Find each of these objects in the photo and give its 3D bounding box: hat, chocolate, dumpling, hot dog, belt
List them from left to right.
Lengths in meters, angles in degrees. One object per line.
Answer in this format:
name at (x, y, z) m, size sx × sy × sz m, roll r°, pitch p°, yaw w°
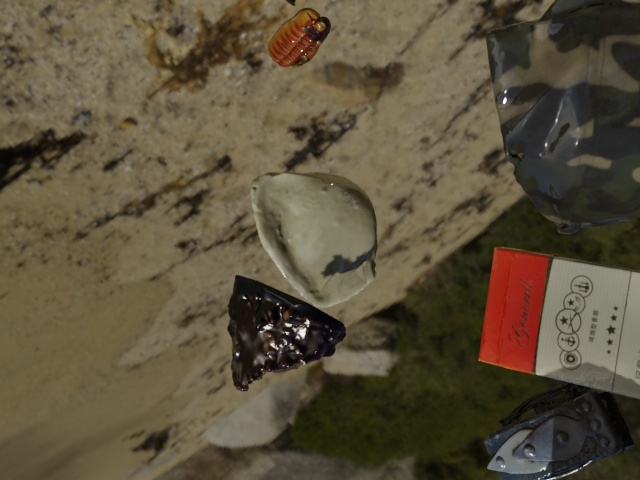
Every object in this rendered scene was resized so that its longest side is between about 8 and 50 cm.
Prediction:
chocolate at (-0.081, 0.189, 1.605) m, size 0.224 × 0.206 × 0.177 m, roll 73°, pitch 41°, yaw -78°
hot dog at (-0.028, -0.268, 1.238) m, size 0.144 × 0.062 × 0.038 m, roll -23°, pitch -133°, yaw 64°
dumpling at (-0.004, 0.000, 1.069) m, size 0.181 × 0.155 × 0.111 m, roll 7°, pitch 161°, yaw -15°
belt at (0.357, 0.293, 1.408) m, size 0.218 × 0.128 × 0.122 m, roll -32°, pitch 160°, yaw 26°
hat at (0.362, -0.177, 0.888) m, size 0.382 × 0.257 × 0.366 m, roll -23°, pitch 170°, yaw 41°

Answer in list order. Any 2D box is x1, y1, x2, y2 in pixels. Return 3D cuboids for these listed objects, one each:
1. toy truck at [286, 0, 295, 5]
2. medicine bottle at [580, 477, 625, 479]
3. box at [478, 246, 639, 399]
toy truck at (-0.036, -0.493, 1.357) m, size 0.204 × 0.211 × 0.288 m, roll -42°, pitch -164°, yaw 15°
medicine bottle at (0.332, 0.398, 1.049) m, size 0.236 × 0.235 × 0.406 m, roll -42°, pitch 169°, yaw 9°
box at (0.296, 0.091, 0.997) m, size 0.035 × 0.245 × 0.139 m, roll 1°, pitch 97°, yaw -56°
